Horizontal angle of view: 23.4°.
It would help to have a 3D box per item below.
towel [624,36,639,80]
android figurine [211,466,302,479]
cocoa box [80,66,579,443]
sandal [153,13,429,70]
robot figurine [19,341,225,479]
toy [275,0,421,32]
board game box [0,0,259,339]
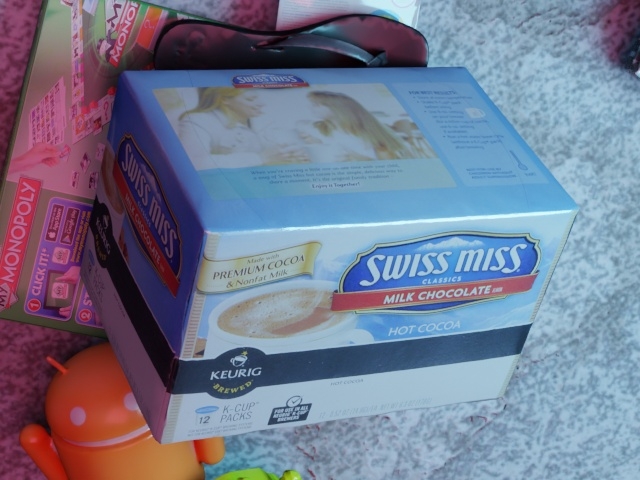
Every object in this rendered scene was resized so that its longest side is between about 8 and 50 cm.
[{"bbox_3d":[0.462,-0.204,1.539,0.284,0.121,0.235,30,95,-19],"label":"towel"},{"bbox_3d":[-0.112,0.314,1.469,0.248,0.056,0.273,3,130,-49],"label":"android figurine"},{"bbox_3d":[0.000,0.000,1.339,0.347,0.231,0.228,-4,130,-26],"label":"cocoa box"},{"bbox_3d":[-0.023,-0.153,1.405,0.254,0.054,0.097,-3,108,-10],"label":"sandal"},{"bbox_3d":[-0.184,0.188,1.444,0.128,0.158,0.219,-41,129,-40],"label":"robot figurine"},{"bbox_3d":[0.018,-0.194,1.462,0.137,0.056,0.237,2,106,-18],"label":"toy"},{"bbox_3d":[-0.186,-0.065,1.445,0.213,0.046,0.317,13,98,-15],"label":"board game box"}]
